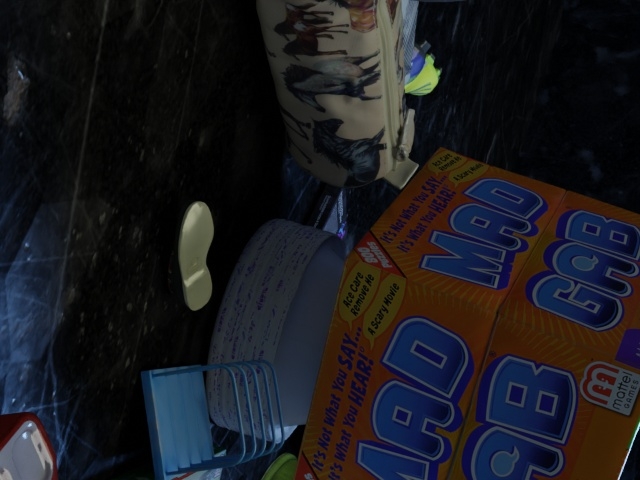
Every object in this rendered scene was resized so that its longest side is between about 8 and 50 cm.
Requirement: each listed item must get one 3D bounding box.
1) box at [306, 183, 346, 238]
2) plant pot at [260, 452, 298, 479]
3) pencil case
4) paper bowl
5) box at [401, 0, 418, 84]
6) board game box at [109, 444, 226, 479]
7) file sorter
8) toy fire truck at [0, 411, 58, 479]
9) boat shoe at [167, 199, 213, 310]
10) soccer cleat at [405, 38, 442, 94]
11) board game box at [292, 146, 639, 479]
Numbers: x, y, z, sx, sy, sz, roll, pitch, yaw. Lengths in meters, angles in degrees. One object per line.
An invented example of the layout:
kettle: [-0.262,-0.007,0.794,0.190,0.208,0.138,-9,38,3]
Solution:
box: [0.000,0.000,1.977,0.116,0.029,0.162,89,23,-50]
plant pot: [0.059,0.557,2.106,0.366,0.353,0.366,15,90,-75]
pencil case: [0.026,-0.227,1.530,0.160,0.184,0.410,-58,159,-25]
paper bowl: [-0.030,0.124,1.754,0.284,0.148,0.284,16,90,-76]
box: [0.075,-0.321,1.800,0.113,0.094,0.275,-56,157,-49]
board game box: [-0.200,0.357,1.540,0.317,0.046,0.213,-5,109,-75]
file sorter: [-0.115,0.194,1.507,0.170,0.105,0.118,13,69,-76]
toy fire truck: [-0.270,0.312,1.060,0.302,0.169,0.253,-54,131,-56]
boat shoe: [-0.141,0.012,1.430,0.049,0.042,0.133,-29,137,-36]
soccer cleat: [0.116,-0.262,2.090,0.121,0.093,0.289,-45,171,5]
board game box: [0.218,0.156,1.663,0.356,0.356,0.356,-47,154,-57]
